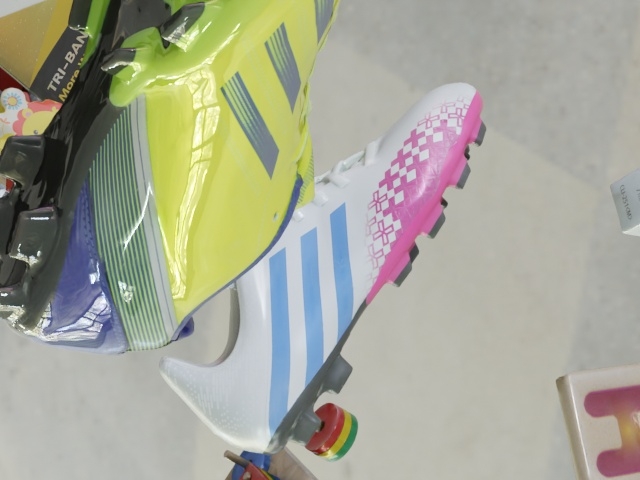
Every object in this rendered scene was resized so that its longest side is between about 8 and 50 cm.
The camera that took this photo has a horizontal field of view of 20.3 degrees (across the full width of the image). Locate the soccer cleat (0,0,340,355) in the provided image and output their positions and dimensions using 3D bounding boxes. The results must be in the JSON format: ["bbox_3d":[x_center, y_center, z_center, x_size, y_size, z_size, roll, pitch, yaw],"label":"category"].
[{"bbox_3d":[-0.041,-0.056,0.708,0.289,0.121,0.093,-53,39,40],"label":"soccer cleat"}]

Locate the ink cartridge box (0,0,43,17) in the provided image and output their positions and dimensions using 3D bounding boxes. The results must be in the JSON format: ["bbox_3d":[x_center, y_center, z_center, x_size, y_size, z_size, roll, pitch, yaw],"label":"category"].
[{"bbox_3d":[-0.218,-0.170,0.984,0.092,0.143,0.090,23,124,29],"label":"ink cartridge box"}]

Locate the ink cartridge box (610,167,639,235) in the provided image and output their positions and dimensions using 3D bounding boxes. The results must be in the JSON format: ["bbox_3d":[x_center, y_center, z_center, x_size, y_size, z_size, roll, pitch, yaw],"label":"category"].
[{"bbox_3d":[0.455,-0.059,1.698,0.239,0.275,0.060,-35,56,44],"label":"ink cartridge box"}]

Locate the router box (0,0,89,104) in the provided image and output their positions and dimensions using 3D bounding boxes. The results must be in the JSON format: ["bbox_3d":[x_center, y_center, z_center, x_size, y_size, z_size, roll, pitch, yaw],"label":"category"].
[{"bbox_3d":[-0.114,-0.237,1.163,0.243,0.081,0.308,37,97,44],"label":"router box"}]

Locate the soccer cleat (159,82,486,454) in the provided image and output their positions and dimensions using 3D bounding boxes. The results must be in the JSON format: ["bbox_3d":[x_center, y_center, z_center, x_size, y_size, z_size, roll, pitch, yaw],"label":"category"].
[{"bbox_3d":[0.000,0.000,1.352,0.331,0.143,0.116,-59,0,-10],"label":"soccer cleat"}]

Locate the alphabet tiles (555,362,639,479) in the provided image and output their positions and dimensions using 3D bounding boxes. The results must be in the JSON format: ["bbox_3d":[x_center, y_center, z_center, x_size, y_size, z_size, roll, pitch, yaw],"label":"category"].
[{"bbox_3d":[0.144,0.149,0.538,0.009,0.198,0.237,-29,69,59],"label":"alphabet tiles"}]

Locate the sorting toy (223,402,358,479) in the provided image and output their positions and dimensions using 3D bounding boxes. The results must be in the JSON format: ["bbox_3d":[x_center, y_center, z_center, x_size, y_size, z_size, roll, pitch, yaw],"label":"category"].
[{"bbox_3d":[-0.079,0.242,1.558,0.274,0.046,0.132,-57,27,2],"label":"sorting toy"}]

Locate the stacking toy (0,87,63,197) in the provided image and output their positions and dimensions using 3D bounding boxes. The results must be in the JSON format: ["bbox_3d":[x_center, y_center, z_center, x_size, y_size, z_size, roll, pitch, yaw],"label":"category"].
[{"bbox_3d":[-0.252,-0.058,0.996,0.167,0.221,0.052,134,152,-64],"label":"stacking toy"}]

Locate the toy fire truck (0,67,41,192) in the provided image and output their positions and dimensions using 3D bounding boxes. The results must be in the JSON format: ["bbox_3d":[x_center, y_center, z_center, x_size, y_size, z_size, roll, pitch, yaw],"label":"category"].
[{"bbox_3d":[-0.262,-0.142,1.821,0.217,0.246,0.158,-116,30,-58],"label":"toy fire truck"}]
